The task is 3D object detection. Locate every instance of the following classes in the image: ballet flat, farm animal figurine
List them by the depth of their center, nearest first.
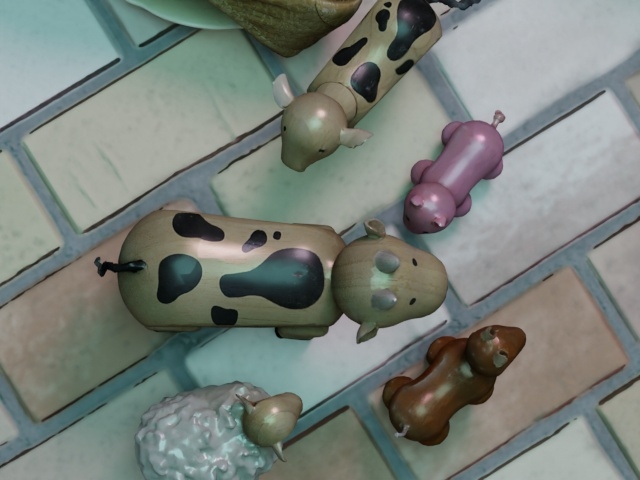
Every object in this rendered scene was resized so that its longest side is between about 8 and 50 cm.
[{"bbox_3d":[0.000,0.000,1.398,0.326,0.172,0.330,-14,88,-6],"label":"farm animal figurine"},{"bbox_3d":[-0.133,-0.231,1.427,0.342,0.124,0.116,26,41,-14],"label":"ballet flat"}]
